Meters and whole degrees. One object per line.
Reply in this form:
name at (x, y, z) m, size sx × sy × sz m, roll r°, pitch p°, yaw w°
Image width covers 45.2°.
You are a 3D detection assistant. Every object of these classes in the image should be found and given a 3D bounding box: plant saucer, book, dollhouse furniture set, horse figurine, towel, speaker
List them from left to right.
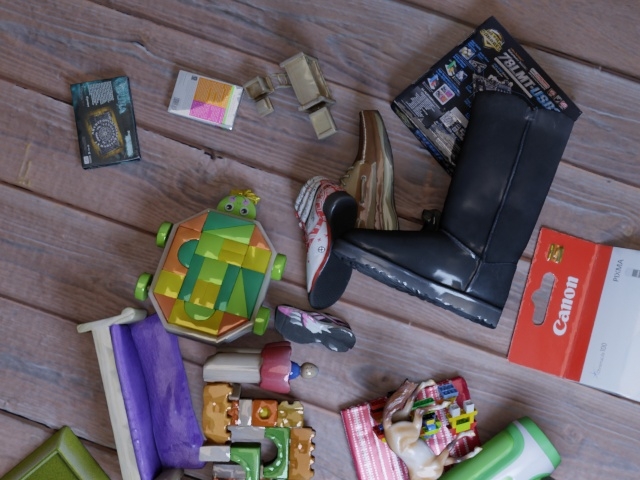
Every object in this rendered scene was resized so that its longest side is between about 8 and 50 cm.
plant saucer at (-0.540, 0.510, 1.565) m, size 0.188 × 0.045 × 0.188 m, roll -40°, pitch 86°, yaw -5°
book at (-0.248, -0.303, 1.665) m, size 0.144 × 0.035 × 0.096 m, roll 17°, pitch 87°, yaw 1°
dollhouse furniture set at (-0.054, -0.282, 1.656) m, size 0.160 × 0.101 × 0.182 m, roll -24°, pitch 85°, yaw 21°
towel at (0.196, 0.411, 1.604) m, size 0.274 × 0.031 × 0.199 m, roll -14°, pitch 84°, yaw -3°
horse figurine at (0.194, 0.379, 1.452) m, size 0.174 × 0.066 × 0.263 m, roll -37°, pitch 102°, yaw -7°
speaker at (0.324, 0.480, 1.522) m, size 0.296 × 0.131 × 0.131 m, roll -36°, pitch 86°, yaw -2°

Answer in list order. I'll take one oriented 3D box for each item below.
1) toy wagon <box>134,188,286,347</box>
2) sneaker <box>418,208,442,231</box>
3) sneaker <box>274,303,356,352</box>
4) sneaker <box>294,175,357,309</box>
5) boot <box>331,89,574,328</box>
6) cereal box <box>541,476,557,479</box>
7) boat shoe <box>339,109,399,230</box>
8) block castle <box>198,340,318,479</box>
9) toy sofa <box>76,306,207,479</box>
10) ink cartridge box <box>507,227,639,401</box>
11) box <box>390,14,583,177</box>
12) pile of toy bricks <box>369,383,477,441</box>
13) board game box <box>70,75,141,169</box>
toy wagon at (-0.206, 0.036, 1.552) m, size 0.267 × 0.068 × 0.345 m, roll 16°, pitch 68°, yaw 3°
sneaker at (0.297, -0.031, 1.623) m, size 0.227 × 0.087 × 0.130 m, roll -26°, pitch 92°, yaw 1°
sneaker at (-0.015, 0.177, 1.600) m, size 0.178 × 0.077 × 0.072 m, roll 24°, pitch 108°, yaw -9°
sneaker at (0.001, -0.001, 1.615) m, size 0.090 × 0.145 × 0.270 m, roll -7°, pitch 120°, yaw -28°
boot at (0.265, -0.100, 1.513) m, size 0.366 × 0.146 × 0.446 m, roll 24°, pitch 83°, yaw -9°
cereal box at (0.401, 0.529, 1.491) m, size 0.173 × 0.240 × 0.047 m, roll -34°, pitch 86°, yaw -4°
boat shoe at (0.096, -0.111, 1.612) m, size 0.119 × 0.122 × 0.324 m, roll -5°, pitch 84°, yaw 3°
block castle at (-0.112, 0.422, 1.458) m, size 0.212 × 0.303 × 0.454 m, roll 2°, pitch 85°, yaw -2°
toy sofa at (-0.350, 0.314, 1.539) m, size 0.177 × 0.150 × 0.363 m, roll -13°, pitch 85°, yaw -2°
ink cartridge box at (0.621, 0.163, 1.612) m, size 0.384 × 0.091 × 0.308 m, roll 17°, pitch 84°, yaw -1°
box at (0.355, -0.281, 1.659) m, size 0.293 × 0.073 × 0.295 m, roll -41°, pitch 86°, yaw -6°
pile of toy bricks at (0.200, 0.370, 1.554) m, size 0.212 × 0.118 × 0.105 m, roll -12°, pitch 117°, yaw -15°
board game box at (-0.462, -0.254, 1.656) m, size 0.126 × 0.026 × 0.186 m, roll -9°, pitch 84°, yaw -3°
